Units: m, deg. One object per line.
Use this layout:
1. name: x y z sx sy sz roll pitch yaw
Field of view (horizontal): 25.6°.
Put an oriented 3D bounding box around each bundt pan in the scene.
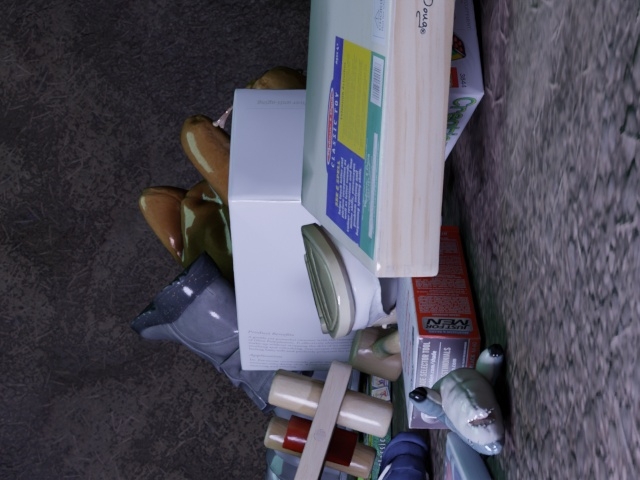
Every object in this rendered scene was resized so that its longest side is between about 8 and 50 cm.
1. bundt pan: -0.011 0.264 2.121 0.331 0.124 0.330 7 -90 -89

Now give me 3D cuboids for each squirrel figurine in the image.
1. squirrel figurine: -0.020 -0.047 1.924 0.397 0.281 0.370 61 149 9

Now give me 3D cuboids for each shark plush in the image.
1. shark plush: 0.102 0.133 1.027 0.067 0.073 0.161 60 164 12

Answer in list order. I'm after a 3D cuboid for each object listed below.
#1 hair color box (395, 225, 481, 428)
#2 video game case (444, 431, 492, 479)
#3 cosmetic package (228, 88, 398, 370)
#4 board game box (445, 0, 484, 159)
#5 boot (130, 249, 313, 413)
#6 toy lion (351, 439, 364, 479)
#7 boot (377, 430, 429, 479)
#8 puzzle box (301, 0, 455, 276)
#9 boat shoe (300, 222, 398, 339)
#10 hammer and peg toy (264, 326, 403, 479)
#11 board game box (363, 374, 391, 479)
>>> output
1. hair color box: 0.095 0.068 1.164 0.167 0.053 0.093 -90 2 -58
2. video game case: 0.111 0.260 1.042 0.201 0.023 0.183 -102 13 -79
3. cosmetic package: 0.000 0.000 1.586 0.365 0.197 0.155 94 177 -55
4. board game box: 0.076 -0.153 1.266 0.305 0.053 0.193 114 154 -69
5. boot: -0.134 0.147 1.901 0.118 0.223 0.338 -45 2 -13
6. toy lion: 0.059 0.333 2.036 0.100 0.034 0.096 99 180 -67
7. boot: 0.078 0.275 1.414 0.190 0.069 0.086 105 176 -47
8. puzzle box: 0.045 -0.197 1.125 0.272 0.052 0.409 -134 45 -71
9. boat shoe: 0.043 0.032 1.346 0.302 0.103 0.113 117 139 -87
10. hammer and peg toy: -0.007 0.221 1.445 0.266 0.127 0.361 98 -170 -69
11. board game box: 0.072 0.301 1.790 0.136 0.030 0.259 109 162 -74
